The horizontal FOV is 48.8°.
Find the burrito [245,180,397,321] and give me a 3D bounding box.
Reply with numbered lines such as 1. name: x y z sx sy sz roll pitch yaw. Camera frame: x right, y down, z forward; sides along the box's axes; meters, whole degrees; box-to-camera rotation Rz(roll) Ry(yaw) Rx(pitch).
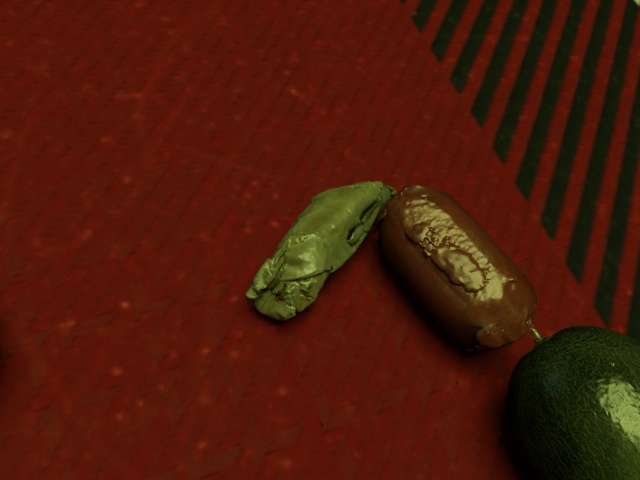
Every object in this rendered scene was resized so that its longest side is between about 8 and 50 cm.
1. burrito: 0.000 0.000 0.520 0.055 0.041 0.149 34 57 8

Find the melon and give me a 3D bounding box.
1. melon: 0.183 0.124 0.443 0.114 0.114 0.167 -26 70 -26

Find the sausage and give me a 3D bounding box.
1. sausage: 0.094 0.019 0.511 0.076 0.076 0.141 -27 69 -26
